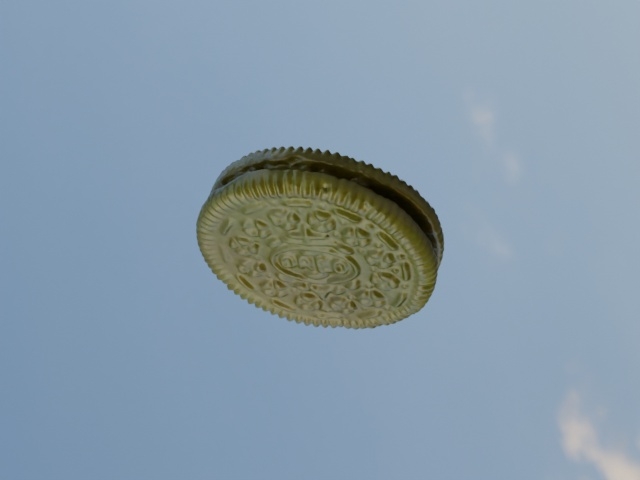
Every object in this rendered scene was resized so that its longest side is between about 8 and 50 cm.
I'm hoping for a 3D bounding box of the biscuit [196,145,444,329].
[{"bbox_3d":[0.000,0.000,0.625,0.084,0.084,0.023,45,-134,-35],"label":"biscuit"}]
